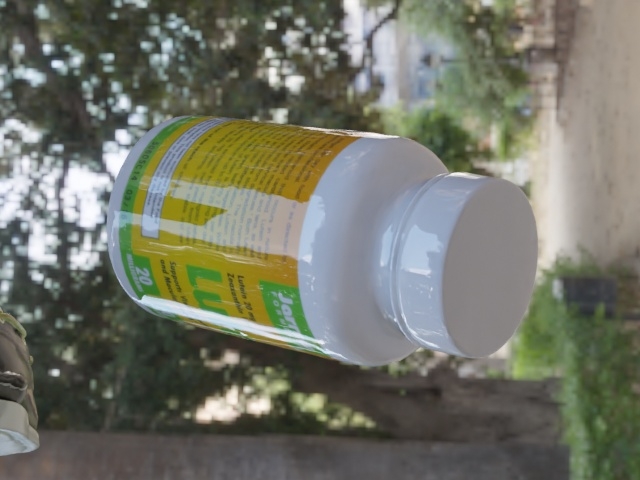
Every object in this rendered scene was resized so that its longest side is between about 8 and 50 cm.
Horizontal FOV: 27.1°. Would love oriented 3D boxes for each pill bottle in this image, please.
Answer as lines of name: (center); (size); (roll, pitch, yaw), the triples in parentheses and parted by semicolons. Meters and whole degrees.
pill bottle: (0.000, 0.000, 0.804); (0.136, 0.245, 0.136); (-14, -71, -49)

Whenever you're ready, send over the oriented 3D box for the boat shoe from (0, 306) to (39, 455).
boat shoe: (-0.258, 0.108, 0.965); (0.305, 0.109, 0.091); (140, 128, -70)
